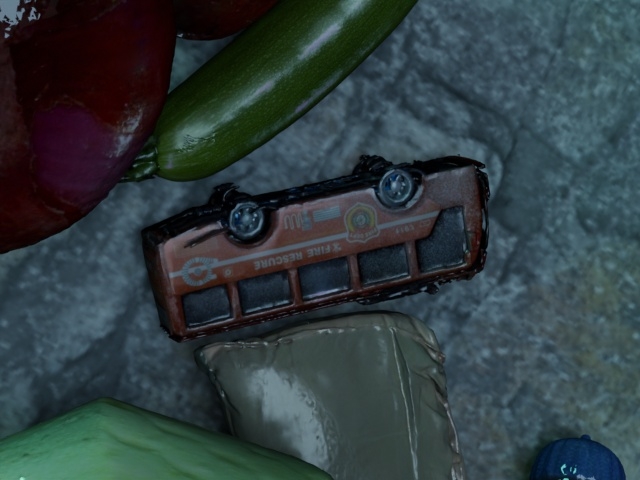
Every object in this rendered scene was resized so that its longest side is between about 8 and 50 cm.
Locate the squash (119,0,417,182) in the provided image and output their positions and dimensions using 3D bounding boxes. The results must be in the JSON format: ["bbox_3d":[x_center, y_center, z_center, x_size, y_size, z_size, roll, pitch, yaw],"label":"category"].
[{"bbox_3d":[-0.011,-0.128,1.001,0.318,0.080,0.071,-41,102,-10],"label":"squash"}]

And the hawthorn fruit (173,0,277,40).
[{"bbox_3d":[-0.077,-0.195,0.954,0.148,0.148,0.172,25,104,-16],"label":"hawthorn fruit"}]

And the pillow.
[{"bbox_3d":[0.025,0.180,1.030,0.173,0.067,0.270,-14,96,-20],"label":"pillow"}]

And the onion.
[{"bbox_3d":[-0.212,-0.124,0.849,0.276,0.276,0.276,-1,93,-16],"label":"onion"}]

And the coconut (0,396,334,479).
[{"bbox_3d":[-0.101,0.273,0.876,0.352,0.352,0.352,-1,93,-16],"label":"coconut"}]

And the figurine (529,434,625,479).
[{"bbox_3d":[0.158,0.194,1.060,0.136,0.077,0.079,-34,82,-31],"label":"figurine"}]

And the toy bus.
[{"bbox_3d":[0.000,0.000,1.020,0.235,0.073,0.096,-11,104,-15],"label":"toy bus"}]
